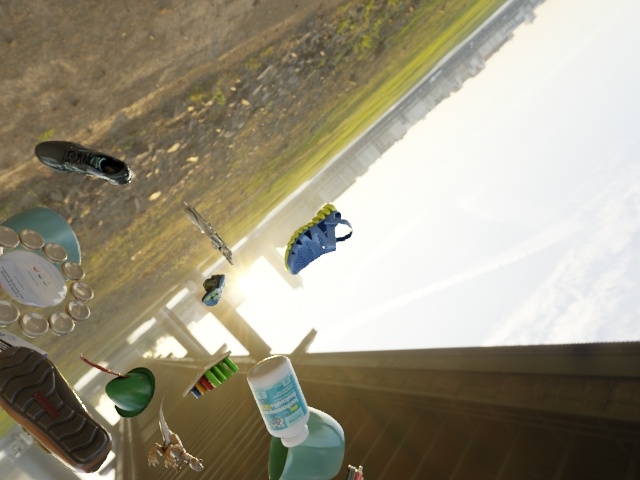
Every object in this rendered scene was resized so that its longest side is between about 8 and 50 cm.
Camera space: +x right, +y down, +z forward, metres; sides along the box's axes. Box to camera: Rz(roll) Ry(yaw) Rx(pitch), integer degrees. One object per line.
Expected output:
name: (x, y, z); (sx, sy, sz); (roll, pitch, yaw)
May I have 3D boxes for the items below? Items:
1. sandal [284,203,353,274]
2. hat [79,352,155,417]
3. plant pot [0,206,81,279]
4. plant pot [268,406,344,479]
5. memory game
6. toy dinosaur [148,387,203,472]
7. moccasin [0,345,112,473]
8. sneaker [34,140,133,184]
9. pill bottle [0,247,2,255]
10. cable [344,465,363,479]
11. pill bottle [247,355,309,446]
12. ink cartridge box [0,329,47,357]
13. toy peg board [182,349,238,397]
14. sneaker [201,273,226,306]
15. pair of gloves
sandal: (0.000, 0.000, 1.377); (0.317, 0.138, 0.126); (-48, 151, -29)
hat: (-0.700, 0.493, 1.378); (0.208, 0.184, 0.173); (-5, -121, 23)
plant pot: (-1.033, 0.045, 1.422); (0.290, 0.290, 0.195); (-39, -178, 25)
plant pot: (-0.046, 0.790, 1.569); (0.293, 0.234, 0.294); (-165, -90, -76)
memory game: (-0.410, 0.057, 0.579); (0.012, 0.186, 0.186); (-35, -172, 12)
toy dinosaur: (-0.361, 0.479, 0.973); (0.064, 0.212, 0.112); (-28, -175, 9)
moccasin: (-0.663, 0.413, 0.998); (0.147, 0.380, 0.139); (-56, 175, 38)
sneaker: (-0.704, -0.245, 1.225); (0.106, 0.267, 0.101); (-8, -108, 64)
pill bottle: (-0.685, -0.005, 0.586); (0.210, 0.362, 0.211); (14, 90, -81)
cable: (0.100, 0.884, 1.365); (0.287, 0.072, 0.140); (-48, 145, -71)
pill bottle: (-0.125, 0.520, 1.312); (0.146, 0.264, 0.146); (-21, -173, 3)
ink cartridge box: (-0.861, 0.332, 1.146); (0.046, 0.206, 0.097); (5, 98, -67)
toy peg board: (-0.387, 0.501, 1.474); (0.161, 0.079, 0.161); (-52, 167, 22)
sneaker: (-0.416, 0.189, 1.555); (0.188, 0.078, 0.067); (-83, 175, -63)
pair of gloves: (-0.381, -0.023, 1.394); (0.042, 0.204, 0.240); (-40, 156, -8)
